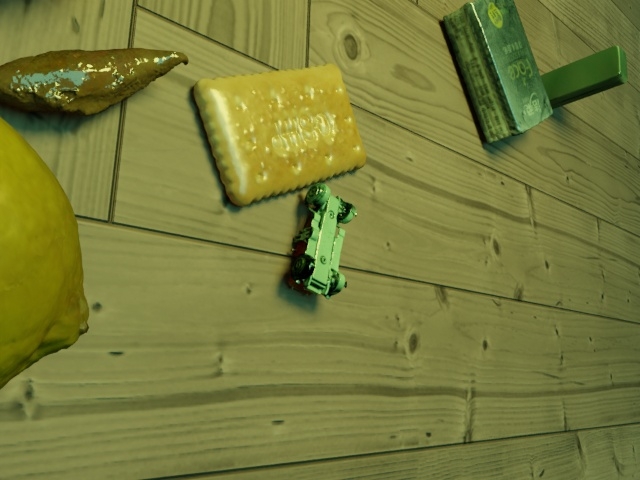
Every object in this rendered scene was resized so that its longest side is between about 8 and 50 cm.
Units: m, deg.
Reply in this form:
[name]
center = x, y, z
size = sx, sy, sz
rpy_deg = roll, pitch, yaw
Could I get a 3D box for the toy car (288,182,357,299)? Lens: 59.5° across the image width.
[toy car]
center = 0.000, 0.000, 0.720
size = 0.073, 0.054, 0.143
rpy_deg = 29, 59, -37

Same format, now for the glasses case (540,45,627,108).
[glasses case]
center = 0.563, -0.349, 1.216
size = 0.039, 0.184, 0.078
rpy_deg = 19, 69, -36

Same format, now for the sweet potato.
[sweet potato]
center = -0.220, -0.156, 0.542
size = 0.206, 0.060, 0.068
rpy_deg = -29, 88, -34

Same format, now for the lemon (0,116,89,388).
[lemon]
center = -0.286, -0.003, 0.339
size = 0.236, 0.236, 0.263
rpy_deg = -48, 127, -37

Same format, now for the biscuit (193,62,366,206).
[biscuit]
center = -0.039, -0.146, 0.728
size = 0.249, 0.030, 0.160
rpy_deg = -22, 97, -43

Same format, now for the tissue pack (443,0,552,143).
[tissue pack]
center = 0.348, -0.335, 1.087
size = 0.185, 0.081, 0.257
rpy_deg = -31, 101, -41
